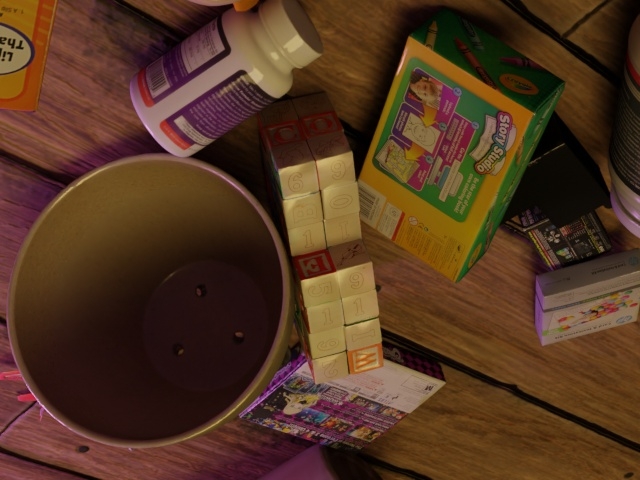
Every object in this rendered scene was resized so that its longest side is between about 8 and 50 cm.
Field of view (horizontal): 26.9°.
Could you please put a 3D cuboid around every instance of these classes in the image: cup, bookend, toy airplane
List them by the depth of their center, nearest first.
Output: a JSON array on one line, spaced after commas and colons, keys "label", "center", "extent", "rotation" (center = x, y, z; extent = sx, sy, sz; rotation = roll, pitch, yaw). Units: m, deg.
[{"label": "cup", "center": [-0.167, 0.085, 1.587], "extent": [0.331, 0.331, 0.237], "rotation": [-21, 164, 9]}, {"label": "bookend", "center": [0.261, -0.069, 1.675], "extent": [0.156, 0.072, 0.157], "rotation": [-30, 137, 20]}, {"label": "toy airplane", "center": [-0.368, 0.192, 1.829], "extent": [0.151, 0.028, 0.151], "rotation": [-11, 141, -9]}]

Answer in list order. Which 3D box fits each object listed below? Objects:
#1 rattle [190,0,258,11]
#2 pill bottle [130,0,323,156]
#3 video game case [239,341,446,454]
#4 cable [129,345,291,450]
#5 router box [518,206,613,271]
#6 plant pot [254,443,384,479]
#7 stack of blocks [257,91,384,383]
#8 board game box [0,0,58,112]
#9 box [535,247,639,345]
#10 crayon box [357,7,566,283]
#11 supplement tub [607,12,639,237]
[{"label": "rattle", "center": [-0.140, -0.297, 1.290], "extent": [0.199, 0.143, 0.130], "rotation": [11, 105, -8]}, {"label": "pill bottle", "center": [-0.097, -0.180, 1.425], "extent": [0.193, 0.108, 0.108], "rotation": [-31, 136, 19]}, {"label": "video game case", "center": [0.031, 0.220, 1.959], "extent": [0.232, 0.042, 0.210], "rotation": [23, 127, -34]}, {"label": "cable", "center": [-0.188, 0.185, 1.873], "extent": [0.287, 0.072, 0.139], "rotation": [-32, 120, 3]}, {"label": "router box", "center": [0.326, -0.013, 1.781], "extent": [0.092, 0.038, 0.122], "rotation": [-26, 138, 13]}, {"label": "plant pot", "center": [-0.026, 0.470, 2.057], "extent": [0.280, 0.323, 0.323], "rotation": [-47, 131, 12]}, {"label": "stack of blocks", "center": [0.000, 0.000, 1.570], "extent": [0.087, 0.171, 0.297], "rotation": [-14, 130, -7]}, {"label": "board game box", "center": [-0.363, -0.355, 0.966], "extent": [0.356, 0.356, 0.356], "rotation": [4, 136, -20]}, {"label": "box", "center": [0.374, 0.081, 1.870], "extent": [0.145, 0.038, 0.186], "rotation": [-15, 155, 1]}, {"label": "crayon box", "center": [0.148, -0.103, 1.530], "extent": [0.081, 0.165, 0.278], "rotation": [-42, 160, -42]}, {"label": "supplement tub", "center": [0.438, -0.138, 1.555], "extent": [0.191, 0.191, 0.272], "rotation": [-9, 139, -6]}]
